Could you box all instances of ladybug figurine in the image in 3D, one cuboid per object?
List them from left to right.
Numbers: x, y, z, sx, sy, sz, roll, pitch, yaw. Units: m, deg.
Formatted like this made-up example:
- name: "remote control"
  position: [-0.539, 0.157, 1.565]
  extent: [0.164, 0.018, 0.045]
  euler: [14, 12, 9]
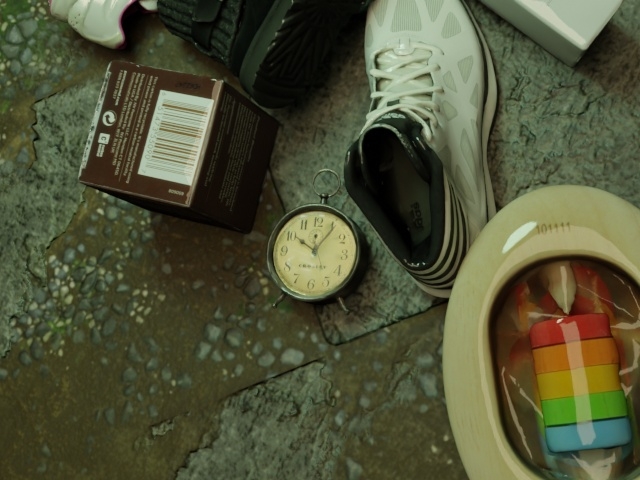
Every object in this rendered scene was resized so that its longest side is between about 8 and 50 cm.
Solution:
- name: "ladybug figurine"
  position: [0.299, 0.164, 1.181]
  extent: [0.305, 0.162, 0.450]
  euler: [-6, 81, 14]

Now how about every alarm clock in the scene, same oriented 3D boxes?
- name: "alarm clock"
  position: [0.000, 0.000, 1.360]
  extent: [0.129, 0.064, 0.192]
  euler: [5, 85, 19]

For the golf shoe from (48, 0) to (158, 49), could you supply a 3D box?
- name: "golf shoe"
  position: [-0.257, -0.414, 1.505]
  extent: [0.140, 0.115, 0.306]
  euler: [40, 92, -4]

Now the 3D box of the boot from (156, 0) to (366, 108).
- name: "boot"
  position: [-0.064, -0.374, 1.359]
  extent: [0.348, 0.131, 0.260]
  euler: [-53, 54, 14]

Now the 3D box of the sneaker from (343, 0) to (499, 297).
- name: "sneaker"
  position: [0.122, -0.165, 1.246]
  extent: [0.169, 0.257, 0.448]
  euler: [-11, 77, 16]

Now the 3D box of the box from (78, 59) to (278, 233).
- name: "box"
  position: [-0.182, -0.119, 1.365]
  extent: [0.167, 0.203, 0.169]
  euler: [12, 84, 19]

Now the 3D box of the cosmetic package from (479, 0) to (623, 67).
- name: "cosmetic package"
  position: [0.252, -0.322, 1.282]
  extent: [0.231, 0.117, 0.085]
  euler: [36, 93, 5]
